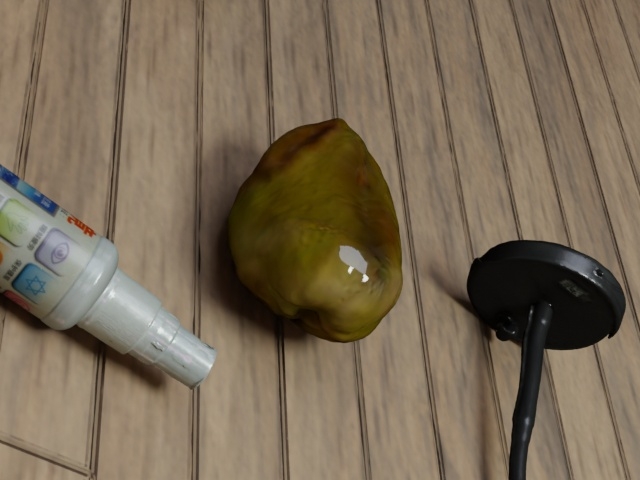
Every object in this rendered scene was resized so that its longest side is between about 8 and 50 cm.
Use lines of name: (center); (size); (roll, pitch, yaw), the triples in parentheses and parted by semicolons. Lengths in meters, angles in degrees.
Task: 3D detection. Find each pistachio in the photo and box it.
pistachio: (0.002, 0.001, 0.974); (0.110, 0.100, 0.189); (53, 16, -31)

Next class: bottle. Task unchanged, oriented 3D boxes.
bottle: (-0.149, 0.011, 0.824); (0.217, 0.060, 0.060); (37, 33, -12)

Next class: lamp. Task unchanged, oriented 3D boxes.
lamp: (0.146, 0.136, 0.967); (0.130, 0.108, 0.371); (32, 34, -14)
